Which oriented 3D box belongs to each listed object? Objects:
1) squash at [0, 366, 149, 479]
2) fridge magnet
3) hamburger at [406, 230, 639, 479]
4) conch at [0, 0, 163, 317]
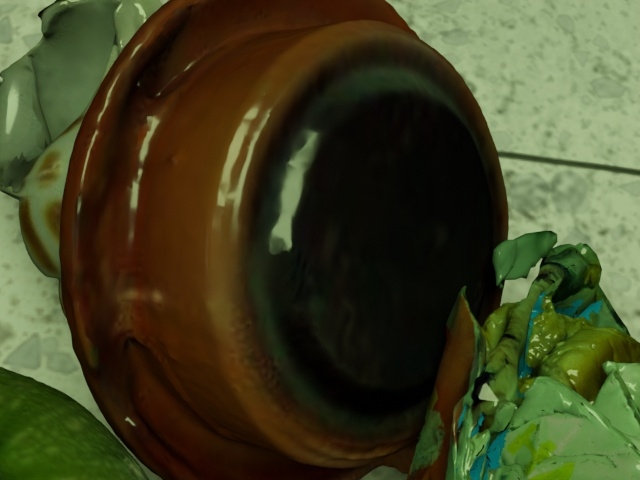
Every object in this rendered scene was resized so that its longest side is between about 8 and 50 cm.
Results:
[{"bbox_3d":[-0.215,0.200,0.452,0.310,0.309,0.310,4,65,-8],"label":"squash"},{"bbox_3d":[0.000,0.000,0.596,0.364,0.155,0.363,-4,96,-45],"label":"fridge magnet"},{"bbox_3d":[0.170,0.133,0.572,0.150,0.260,0.276,9,57,38],"label":"hamburger"},{"bbox_3d":[-0.151,-0.044,0.677,0.183,0.149,0.275,2,66,32],"label":"conch"}]
